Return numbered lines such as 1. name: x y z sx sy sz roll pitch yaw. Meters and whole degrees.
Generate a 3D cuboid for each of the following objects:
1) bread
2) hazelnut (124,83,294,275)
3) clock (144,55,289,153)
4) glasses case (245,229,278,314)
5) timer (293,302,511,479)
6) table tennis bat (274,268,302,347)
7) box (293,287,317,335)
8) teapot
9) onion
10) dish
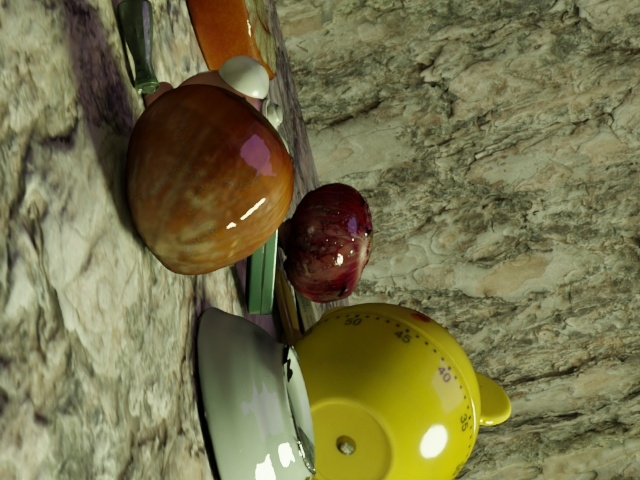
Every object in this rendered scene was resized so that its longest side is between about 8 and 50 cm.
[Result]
1. bread: -0.175 -0.460 1.878 0.295 0.114 0.327 55 23 -74
2. hazelnut: -0.124 -0.062 1.106 0.214 0.176 0.214 -12 104 -57
3. clock: -0.129 -0.145 1.306 0.092 0.162 0.165 -84 160 -67
4. glasses case: -0.093 0.021 1.601 0.078 0.039 0.184 -113 -154 -67
5. timer: 0.112 0.262 1.704 0.387 0.376 0.376 -35 114 -59
6. table tennis bat: -0.055 0.174 1.943 0.321 0.050 0.198 -100 175 -67
7. box: -0.019 0.200 2.121 0.245 0.035 0.139 -105 -173 -49
8. teapot: -0.218 -0.236 1.237 0.043 0.043 0.110 30 49 -83
9. onion: 0.000 0.000 2.075 0.252 0.219 0.252 13 90 -78
10. dish: -0.068 0.227 1.327 0.316 0.106 0.316 -13 90 -85
